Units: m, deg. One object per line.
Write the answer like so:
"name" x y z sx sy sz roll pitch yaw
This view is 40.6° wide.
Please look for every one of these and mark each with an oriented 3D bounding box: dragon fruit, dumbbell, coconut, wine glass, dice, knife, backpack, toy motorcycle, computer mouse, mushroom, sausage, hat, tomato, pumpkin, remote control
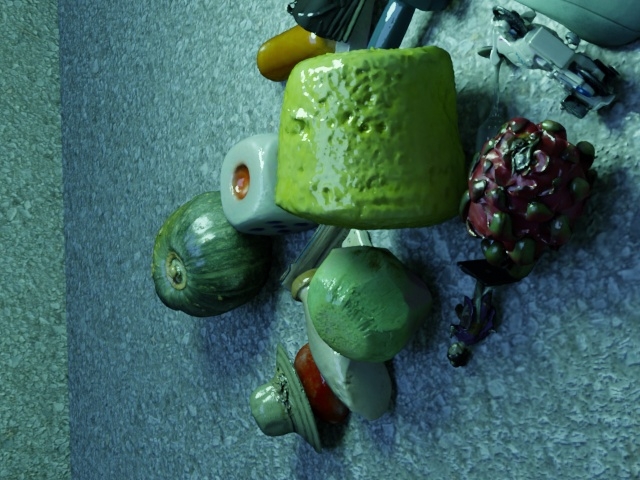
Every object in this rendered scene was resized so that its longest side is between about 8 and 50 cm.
"dragon fruit" 0.304 -0.055 1.319 0.218 0.198 0.272 38 119 40
"dumbbell" 0.127 -0.387 1.643 0.143 0.157 0.316 -84 17 -60
"coconut" 0.094 0.110 1.599 0.236 0.236 0.204 39 144 49
"wine glass" 0.291 -0.189 1.457 0.074 0.074 0.262 3 90 55
"dice" -0.097 -0.121 1.894 0.194 0.192 0.193 -23 70 53
"knife" 0.004 -0.003 1.847 0.089 0.043 0.365 41 133 9
"backpack" 0.010 -0.537 1.753 0.206 0.133 0.258 124 151 -42
"toy motorcycle" 0.343 -0.274 1.305 0.221 0.150 0.102 39 93 4
"computer mouse" 0.372 -0.432 1.327 0.371 0.122 0.188 53 128 47
"mushroom" 0.039 0.200 1.731 0.128 0.128 0.350 -56 43 36
"sausage" -0.051 -0.425 1.934 0.274 0.105 0.105 -6 82 54
"hat" -0.092 0.351 1.824 0.252 0.110 0.252 160 90 -78
"tomato" -0.009 0.293 1.827 0.174 0.082 0.166 28 111 50
"pumpkin" -0.264 0.034 2.060 0.328 0.257 0.291 -11 91 48
"remote control" 0.087 0.031 1.756 0.074 0.032 0.122 -57 43 34

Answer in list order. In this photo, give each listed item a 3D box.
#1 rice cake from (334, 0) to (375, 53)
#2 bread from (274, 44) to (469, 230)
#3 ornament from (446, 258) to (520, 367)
"rice cake" 0.081 -0.491 1.787 0.073 0.056 0.364 -150 69 -63
"bread" 0.090 -0.173 1.473 0.348 0.348 0.307 17 112 54
"ornament" 0.253 0.134 1.469 0.088 0.081 0.203 45 123 47
